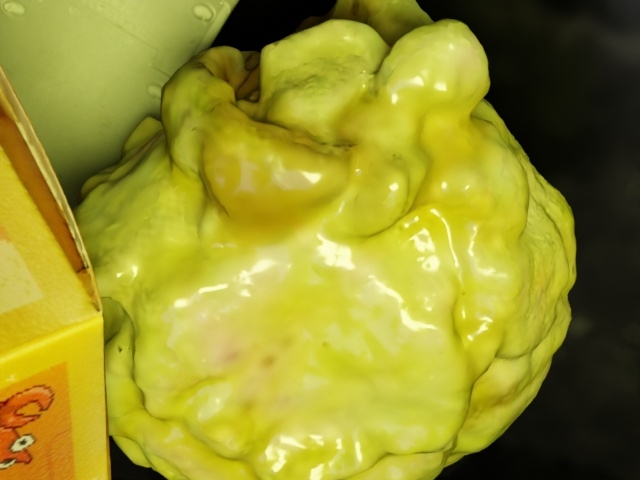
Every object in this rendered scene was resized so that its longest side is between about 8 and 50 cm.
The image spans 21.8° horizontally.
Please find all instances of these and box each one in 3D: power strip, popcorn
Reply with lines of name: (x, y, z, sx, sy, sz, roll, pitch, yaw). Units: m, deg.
power strip: (-0.153, -0.043, 0.875, 0.106, 0.043, 0.367, 30, 128, -8)
popcorn: (0.000, 0.000, 0.758, 0.259, 0.212, 0.259, -3, 113, -6)

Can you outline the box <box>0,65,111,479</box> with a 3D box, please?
box: (-0.224, 0.048, 0.705, 0.259, 0.213, 0.283, 54, 157, 28)
